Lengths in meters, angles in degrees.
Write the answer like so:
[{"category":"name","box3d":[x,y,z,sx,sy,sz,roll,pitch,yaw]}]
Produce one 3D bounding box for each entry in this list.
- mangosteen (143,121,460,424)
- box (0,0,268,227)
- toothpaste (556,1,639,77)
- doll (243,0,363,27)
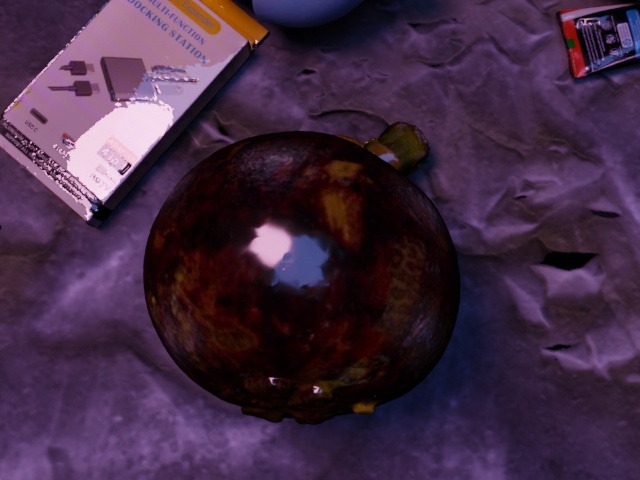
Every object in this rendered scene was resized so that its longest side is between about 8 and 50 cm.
[{"category":"mangosteen","box3d":[0.000,0.000,0.495,0.231,0.231,0.289,23,52,2]},{"category":"box","box3d":[-0.175,-0.146,0.581,0.129,0.033,0.247,39,85,4]},{"category":"toothpaste","box3d":[0.323,-0.201,0.590,0.194,0.045,0.071,-10,76,5]},{"category":"doll","box3d":[-0.057,-0.292,0.545,0.314,0.141,0.177,25,103,7]}]
